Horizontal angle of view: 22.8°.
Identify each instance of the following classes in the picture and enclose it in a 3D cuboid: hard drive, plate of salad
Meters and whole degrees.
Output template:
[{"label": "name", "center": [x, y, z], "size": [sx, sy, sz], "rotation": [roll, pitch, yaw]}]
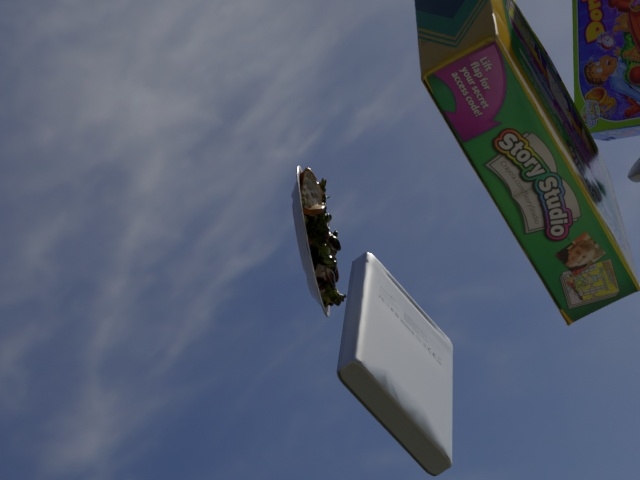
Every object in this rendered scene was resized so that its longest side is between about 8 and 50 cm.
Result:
[{"label": "hard drive", "center": [0.108, 0.162, 2.167], "size": [0.040, 0.307, 0.203], "rotation": [-36, -72, 20]}, {"label": "plate of salad", "center": [0.000, 0.000, 2.037], "size": [0.048, 0.199, 0.200], "rotation": [-11, -35, 4]}]

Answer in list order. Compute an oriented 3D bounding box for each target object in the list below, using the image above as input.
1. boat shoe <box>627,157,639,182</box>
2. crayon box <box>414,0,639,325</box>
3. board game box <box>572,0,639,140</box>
[{"label": "boat shoe", "center": [0.441, -0.102, 1.988], "size": [0.142, 0.040, 0.049], "rotation": [-37, 18, 54]}, {"label": "crayon box", "center": [0.237, -0.132, 1.865], "size": [0.106, 0.313, 0.363], "rotation": [-26, -64, 17]}, {"label": "board game box", "center": [0.483, -0.334, 2.332], "size": [0.078, 0.233, 0.347], "rotation": [5, -98, -40]}]
